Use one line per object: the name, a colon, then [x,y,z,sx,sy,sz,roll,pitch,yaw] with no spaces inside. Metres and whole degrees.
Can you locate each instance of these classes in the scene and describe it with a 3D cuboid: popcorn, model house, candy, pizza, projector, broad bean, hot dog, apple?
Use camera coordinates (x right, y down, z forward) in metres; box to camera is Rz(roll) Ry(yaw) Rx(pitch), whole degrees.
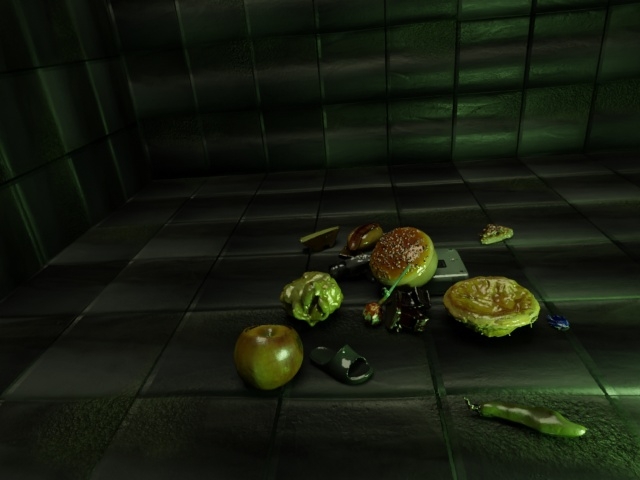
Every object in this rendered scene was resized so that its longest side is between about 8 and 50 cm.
popcorn: [-0.035,0.229,1.811,0.256,0.195,0.255,-3,16,4]
model house: [0.346,0.273,1.742,0.164,0.141,0.203,16,47,-5]
candy: [0.258,0.209,1.714,0.078,0.288,0.084,24,21,-31]
pizza: [0.880,-0.038,2.302,0.193,0.069,0.154,-24,32,-36]
projector: [0.527,0.133,1.974,0.198,0.108,0.250,-3,26,4]
broad bean: [0.571,0.500,1.268,0.325,0.067,0.075,4,-3,23]
hot dog: [0.234,-0.014,2.338,0.194,0.107,0.326,8,29,25]
apple: [-0.174,0.377,1.495,0.236,0.208,0.237,-2,25,1]

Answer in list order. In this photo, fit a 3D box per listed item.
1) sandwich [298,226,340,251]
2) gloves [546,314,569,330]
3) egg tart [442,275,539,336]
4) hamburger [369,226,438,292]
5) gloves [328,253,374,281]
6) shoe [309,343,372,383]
sandwich: [0.000,0.000,2.387,0.244,0.088,0.090,-21,21,-22]
gloves: [0.878,0.300,1.654,0.064,0.026,0.086,-5,26,7]
egg tart: [0.630,0.257,1.671,0.341,0.132,0.341,-6,26,3]
hamburger: [0.342,0.077,1.878,0.300,0.176,0.300,-27,35,21]
gloves: [0.175,0.123,2.050,0.285,0.142,0.119,0,54,9]
shoe: [0.061,0.403,1.530,0.241,0.093,0.108,13,30,37]
